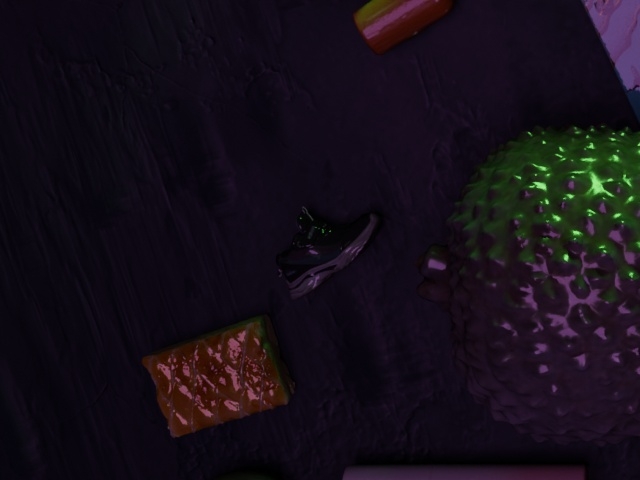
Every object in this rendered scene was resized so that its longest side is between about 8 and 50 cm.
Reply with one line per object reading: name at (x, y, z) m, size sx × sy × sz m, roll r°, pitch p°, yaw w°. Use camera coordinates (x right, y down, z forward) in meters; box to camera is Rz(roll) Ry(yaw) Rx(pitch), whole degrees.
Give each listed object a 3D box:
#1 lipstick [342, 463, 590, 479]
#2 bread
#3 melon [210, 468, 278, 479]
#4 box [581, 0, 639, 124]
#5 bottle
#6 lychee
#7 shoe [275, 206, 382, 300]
lipstick at (0.195, 0.343, 1.807) m, size 0.327 × 0.087 × 0.087 m, roll -3°, pitch 101°, yaw 15°
bread at (-0.140, 0.190, 1.874) m, size 0.188 × 0.068 × 0.125 m, roll -19°, pitch 97°, yaw 18°
melon at (-0.110, 0.368, 1.890) m, size 0.131 × 0.098 × 0.098 m, roll -7°, pitch 100°, yaw 20°
box at (0.433, -0.243, 1.644) m, size 0.162 × 0.041 × 0.229 m, roll -25°, pitch 95°, yaw 18°
bottle at (0.134, -0.305, 1.696) m, size 0.187 × 0.069 × 0.069 m, roll -29°, pitch 93°, yaw 17°
lychee at (0.322, 0.051, 1.568) m, size 0.432 × 0.380 × 0.380 m, roll 4°, pitch 103°, yaw 13°
shoe at (0.000, 0.000, 1.799) m, size 0.169 × 0.071 × 0.099 m, roll -39°, pitch 87°, yaw 22°
